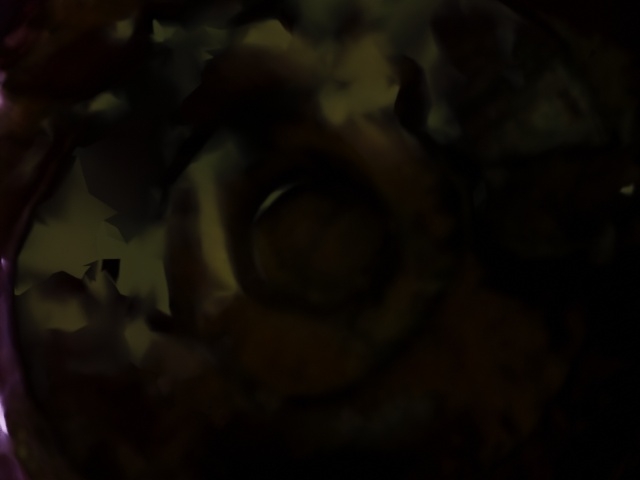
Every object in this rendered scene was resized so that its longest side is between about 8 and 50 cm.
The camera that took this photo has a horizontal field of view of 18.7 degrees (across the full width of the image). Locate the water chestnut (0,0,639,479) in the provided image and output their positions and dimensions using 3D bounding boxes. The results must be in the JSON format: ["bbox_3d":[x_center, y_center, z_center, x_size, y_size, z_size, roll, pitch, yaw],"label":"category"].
[{"bbox_3d":[0.000,0.000,0.567,0.244,0.289,0.289,36,91,38],"label":"water chestnut"}]
